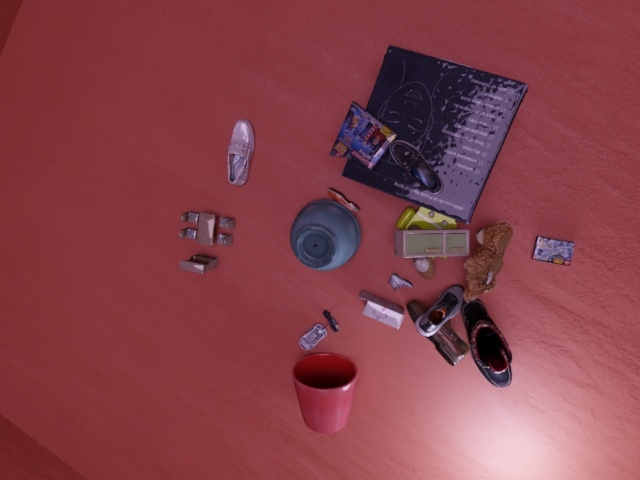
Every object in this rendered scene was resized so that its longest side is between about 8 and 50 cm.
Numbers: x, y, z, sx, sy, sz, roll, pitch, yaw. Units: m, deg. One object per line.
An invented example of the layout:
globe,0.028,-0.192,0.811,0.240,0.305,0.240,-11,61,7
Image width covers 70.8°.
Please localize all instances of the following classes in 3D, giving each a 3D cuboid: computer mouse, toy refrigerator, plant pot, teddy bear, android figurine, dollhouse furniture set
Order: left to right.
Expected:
dollhouse furniture set,-0.508,0.004,1.935,0.212,0.161,0.242,10,100,9
computer mouse,-0.013,0.399,1.962,0.193,0.042,0.106,-40,94,8
plant pot,0.000,0.000,1.797,0.293,0.196,0.293,5,109,15
plant pot,0.021,0.647,1.893,0.275,0.275,0.243,1,108,10
android figurine,0.434,-0.039,1.808,0.248,0.056,0.273,36,105,4
toy refrigerator,0.420,0.009,1.690,0.269,0.094,0.102,0,92,-15
teddy bear,0.617,0.080,1.704,0.245,0.113,0.338,-31,134,-23

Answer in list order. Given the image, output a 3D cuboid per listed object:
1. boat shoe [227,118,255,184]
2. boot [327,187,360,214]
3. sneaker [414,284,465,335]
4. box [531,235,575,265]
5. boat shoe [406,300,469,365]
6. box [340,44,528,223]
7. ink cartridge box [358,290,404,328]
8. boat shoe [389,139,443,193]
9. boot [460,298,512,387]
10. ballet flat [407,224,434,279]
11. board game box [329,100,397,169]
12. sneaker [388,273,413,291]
boat shoe,-0.339,-0.369,1.883,0.098,0.096,0.277,7,99,10
boot,0.077,-0.149,1.858,0.158,0.059,0.084,41,108,2
sneaker,0.488,0.268,1.763,0.100,0.108,0.271,45,62,12
box,0.901,0.041,1.743,0.137,0.027,0.094,11,98,9
boat shoe,0.478,0.359,1.840,0.104,0.111,0.307,-36,84,-13
box,0.398,-0.364,1.613,0.480,0.297,0.472,24,101,16
ink cartridge box,0.243,0.282,1.857,0.198,0.115,0.067,23,102,8
boat shoe,0.308,-0.241,1.465,0.080,0.076,0.228,-40,81,19
boot,0.650,0.429,1.713,0.138,0.284,0.377,-18,93,12
ballet flat,0.383,0.055,1.768,0.080,0.073,0.232,-16,97,36
board game box,0.131,-0.334,1.530,0.194,0.060,0.194,42,108,12
sneaker,0.328,0.188,1.870,0.098,0.038,0.069,30,104,15
